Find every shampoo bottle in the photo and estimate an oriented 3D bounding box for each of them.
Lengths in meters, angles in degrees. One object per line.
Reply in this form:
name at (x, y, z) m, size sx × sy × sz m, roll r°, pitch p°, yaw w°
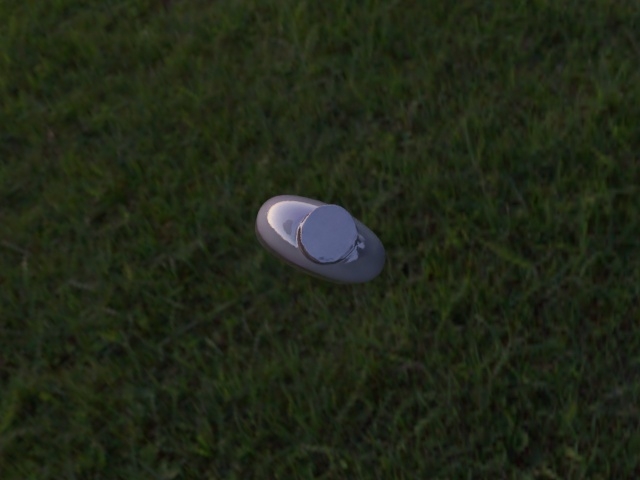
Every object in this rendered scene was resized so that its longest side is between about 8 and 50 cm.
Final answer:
shampoo bottle at (0.000, 0.000, 0.774) m, size 0.080 × 0.165 × 0.040 m, roll 26°, pitch 87°, yaw -3°
